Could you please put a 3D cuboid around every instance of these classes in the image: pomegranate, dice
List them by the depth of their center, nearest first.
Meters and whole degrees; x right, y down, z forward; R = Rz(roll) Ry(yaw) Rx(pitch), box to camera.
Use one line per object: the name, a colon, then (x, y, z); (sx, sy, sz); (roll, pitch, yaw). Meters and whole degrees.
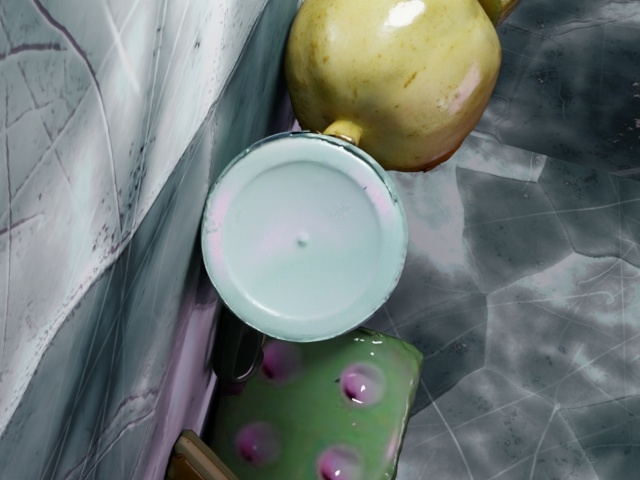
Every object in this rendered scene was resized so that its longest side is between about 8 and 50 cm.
pomegranate: (0.090, -0.232, 1.658); (0.319, 0.319, 0.319); (16, 90, -86)
dice: (-0.005, 0.298, 2.097); (0.318, 0.330, 0.322); (84, 21, -83)

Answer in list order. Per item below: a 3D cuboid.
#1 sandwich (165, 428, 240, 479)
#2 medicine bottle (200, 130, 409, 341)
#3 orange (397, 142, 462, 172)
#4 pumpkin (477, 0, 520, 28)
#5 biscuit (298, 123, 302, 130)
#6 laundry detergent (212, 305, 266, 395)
sandwich: (-0.135, 0.348, 1.695); (0.079, 0.163, 0.113); (-63, 167, -70)
medicine bottle: (-0.013, 0.002, 1.504); (0.290, 0.245, 0.245); (35, 71, -87)
orange: (0.170, -0.306, 2.427); (0.340, 0.293, 0.340); (-157, -90, -78)
pumpkin: (0.161, -0.434, 1.782); (0.199, 0.332, 0.332); (-58, 170, -21)
biscuit: (0.098, -0.321, 1.977); (0.388, 0.073, 0.107); (-50, 163, -15)
laundry detergent: (-0.119, 0.148, 1.784); (0.144, 0.078, 0.221); (-61, 169, -64)
